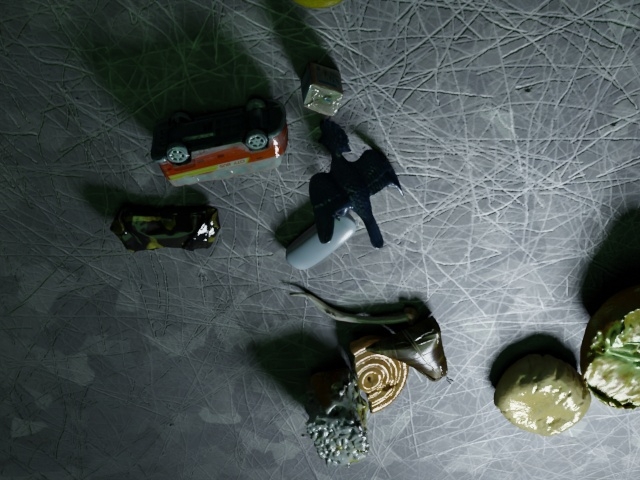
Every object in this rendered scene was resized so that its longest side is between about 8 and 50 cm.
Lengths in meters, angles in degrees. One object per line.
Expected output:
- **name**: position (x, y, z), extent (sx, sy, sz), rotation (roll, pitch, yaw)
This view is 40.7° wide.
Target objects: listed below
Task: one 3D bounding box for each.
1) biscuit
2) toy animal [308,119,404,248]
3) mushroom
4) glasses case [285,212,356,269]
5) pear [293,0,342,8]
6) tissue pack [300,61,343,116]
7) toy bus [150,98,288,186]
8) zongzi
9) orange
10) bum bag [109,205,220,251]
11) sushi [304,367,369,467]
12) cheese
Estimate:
- **biscuit**: position (0.151, 0.315, 2.082), extent (0.144, 0.033, 0.224), rotation (-23, 121, -13)
- **toy animal**: position (0.056, -0.104, 1.716), extent (0.255, 0.239, 0.176), rotation (51, 153, 11)
- **mushroom**: position (0.075, 0.163, 1.996), extent (0.306, 0.043, 0.068), rotation (8, 110, -6)
- **glasses case**: position (0.000, 0.000, 1.861), extent (0.178, 0.045, 0.067), rotation (-38, 120, 24)
- **pear**: position (0.018, -0.479, 1.435), extent (0.216, 0.166, 0.180), rotation (-6, 118, -25)
- **tissue pack**: position (0.003, -0.282, 1.612), extent (0.074, 0.094, 0.059), rotation (17, 125, -16)
- **toy bus**: position (-0.186, -0.187, 1.675), extent (0.264, 0.121, 0.120), rotation (-10, 136, 6)
- **zongzi**: position (0.209, 0.286, 2.044), extent (0.184, 0.084, 0.187), rotation (-21, 125, -4)
- **orange**: position (0.726, 0.219, 1.953), extent (0.262, 0.196, 0.335), rotation (-1, 133, -19)
- **bum bag**: position (-0.328, -0.024, 1.827), extent (0.232, 0.060, 0.107), rotation (-1, 119, -3)
- **sushi**: position (0.041, 0.422, 2.100), extent (0.139, 0.184, 0.274), rotation (-15, 124, 8)
- **cheese**: position (0.540, 0.382, 2.126), extent (0.214, 0.117, 0.226), rotation (35, 124, -18)
